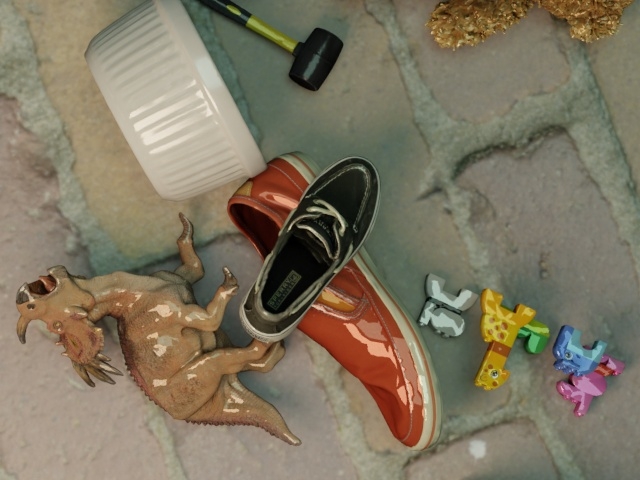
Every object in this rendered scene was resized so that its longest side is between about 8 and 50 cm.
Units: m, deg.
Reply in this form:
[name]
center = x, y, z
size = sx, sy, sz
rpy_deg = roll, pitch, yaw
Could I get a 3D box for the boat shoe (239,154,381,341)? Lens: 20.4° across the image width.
[boat shoe]
center = 0.000, 0.000, 1.697
size = 0.078, 0.070, 0.219
rpy_deg = 31, 64, 1

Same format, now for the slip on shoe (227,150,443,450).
[slip on shoe]
center = 0.014, 0.069, 1.772
size = 0.101, 0.123, 0.331
rpy_deg = -27, 81, -25

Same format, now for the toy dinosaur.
[toy dinosaur]
center = -0.153, 0.110, 1.754
size = 0.200, 0.127, 0.295
rpy_deg = -39, 102, -3

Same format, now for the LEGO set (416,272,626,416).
[LEGO set]
center = 0.200, 0.119, 1.813
size = 0.227, 0.087, 0.093
rpy_deg = 25, 80, -3

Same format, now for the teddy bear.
[teddy bear]
center = 0.171, -0.316, 1.849
size = 0.338, 0.113, 0.245
rpy_deg = -7, 93, -7

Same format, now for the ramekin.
[ramekin]
center = -0.146, -0.136, 1.743
size = 0.109, 0.207, 0.207
rpy_deg = -28, 87, -1

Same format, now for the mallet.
[mallet]
center = -0.063, -0.233, 1.849
size = 0.190, 0.039, 0.062
rpy_deg = 37, 81, 2
